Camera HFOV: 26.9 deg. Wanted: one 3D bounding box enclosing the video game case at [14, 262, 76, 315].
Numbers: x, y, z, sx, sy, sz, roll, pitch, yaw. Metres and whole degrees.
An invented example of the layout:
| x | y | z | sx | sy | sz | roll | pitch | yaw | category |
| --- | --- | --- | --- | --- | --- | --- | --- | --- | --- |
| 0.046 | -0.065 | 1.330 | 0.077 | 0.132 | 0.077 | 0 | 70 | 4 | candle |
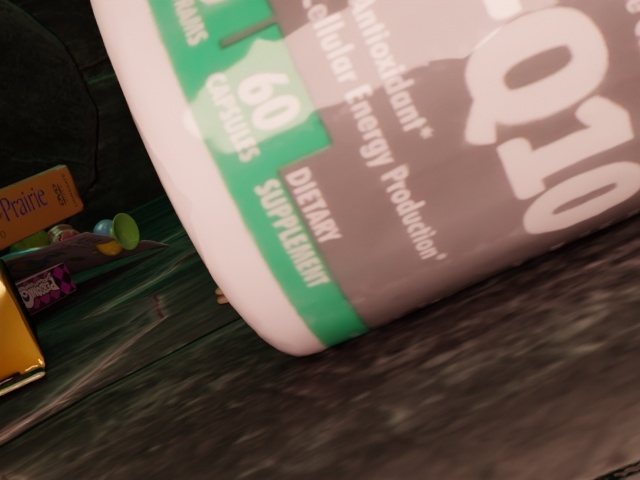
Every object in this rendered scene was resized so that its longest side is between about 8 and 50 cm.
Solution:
| x | y | z | sx | sy | sz | roll | pitch | yaw | category |
| --- | --- | --- | --- | --- | --- | --- | --- | --- | --- |
| -0.415 | 0.099 | 1.494 | 0.210 | 0.042 | 0.232 | -28 | 7 | -40 | video game case |

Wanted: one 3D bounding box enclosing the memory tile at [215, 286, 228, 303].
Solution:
| x | y | z | sx | sy | sz | roll | pitch | yaw | category |
| --- | --- | --- | --- | --- | --- | --- | --- | --- | --- |
| 0.000 | 0.000 | 0.883 | 0.113 | 0.012 | 0.148 | -22 | 7 | 24 | memory tile |

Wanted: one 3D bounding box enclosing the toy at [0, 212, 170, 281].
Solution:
| x | y | z | sx | sy | sz | roll | pitch | yaw | category |
| --- | --- | --- | --- | --- | --- | --- | --- | --- | --- |
| -0.306 | 0.007 | 1.533 | 0.237 | 0.056 | 0.137 | -13 | -12 | 33 | toy |

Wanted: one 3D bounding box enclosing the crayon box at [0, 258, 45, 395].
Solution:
| x | y | z | sx | sy | sz | roll | pitch | yaw | category |
| --- | --- | --- | --- | --- | --- | --- | --- | --- | --- |
| -0.311 | 0.093 | 0.991 | 0.202 | 0.081 | 0.318 | -26 | 7 | -13 | crayon box |

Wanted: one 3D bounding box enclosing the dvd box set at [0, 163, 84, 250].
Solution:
| x | y | z | sx | sy | sz | roll | pitch | yaw | category |
| --- | --- | --- | --- | --- | --- | --- | --- | --- | --- |
| -0.457 | 0.044 | 1.297 | 0.307 | 0.062 | 0.420 | -21 | 7 | 24 | dvd box set |

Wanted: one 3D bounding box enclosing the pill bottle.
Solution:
| x | y | z | sx | sy | sz | roll | pitch | yaw | category |
| --- | --- | --- | --- | --- | --- | --- | --- | --- | --- |
| 0.108 | -0.112 | 0.536 | 0.361 | 0.204 | 0.204 | -25 | 6 | 6 | pill bottle |
